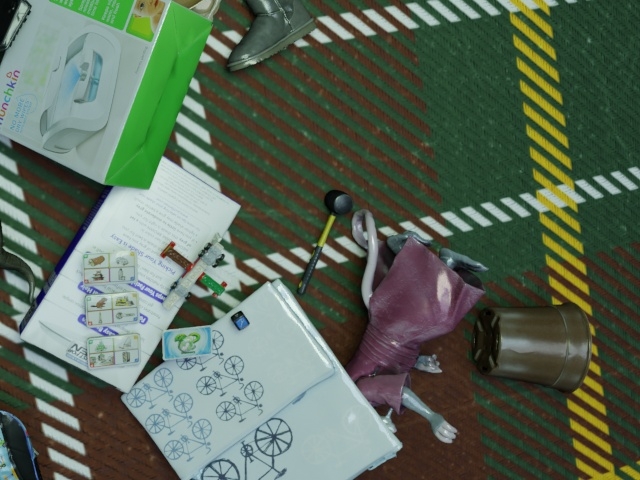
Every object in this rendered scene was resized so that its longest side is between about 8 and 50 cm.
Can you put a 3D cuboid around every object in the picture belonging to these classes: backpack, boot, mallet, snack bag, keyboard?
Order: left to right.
[{"bbox_3d":[-0.500,0.329,1.252,0.158,0.117,0.173,-13,100,-18],"label":"backpack"},{"bbox_3d":[-0.452,-0.319,1.185,0.023,0.180,0.108,24,89,-45],"label":"keyboard"},{"bbox_3d":[-0.117,-0.395,1.348,0.190,0.076,0.208,-39,113,-26],"label":"boot"},{"bbox_3d":[-0.095,0.287,1.338,0.323,0.037,0.342,-37,88,6],"label":"snack bag"},{"bbox_3d":[0.000,0.000,1.449,0.039,0.062,0.189,21,102,-19],"label":"mallet"}]

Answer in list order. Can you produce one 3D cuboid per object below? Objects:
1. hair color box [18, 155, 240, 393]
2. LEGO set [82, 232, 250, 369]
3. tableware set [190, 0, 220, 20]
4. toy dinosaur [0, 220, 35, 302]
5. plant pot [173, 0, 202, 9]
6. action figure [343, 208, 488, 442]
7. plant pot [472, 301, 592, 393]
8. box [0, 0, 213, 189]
[{"bbox_3d":[-0.294,0.039,1.307,0.185,0.110,0.338,33,82,-20],"label":"hair color box"},{"bbox_3d":[-0.228,0.089,1.268,0.244,0.060,0.182,-5,108,-18],"label":"LEGO set"},{"bbox_3d":[-0.246,-0.386,1.331,0.169,0.020,0.141,44,80,-18],"label":"tableware set"},{"bbox_3d":[-0.504,-0.039,1.197,0.121,0.160,0.313,-19,100,-17],"label":"toy dinosaur"},{"bbox_3d":[-0.254,-0.454,1.292,0.236,0.032,0.236,0,89,-6],"label":"plant pot"},{"bbox_3d":[0.112,0.168,1.389,0.276,0.248,0.370,28,90,-9],"label":"action figure"},{"bbox_3d":[0.374,0.189,1.534,0.165,0.167,0.167,5,93,-12],"label":"plant pot"},{"bbox_3d":[-0.314,-0.235,1.192,0.231,0.127,0.262,26,98,18],"label":"box"}]
